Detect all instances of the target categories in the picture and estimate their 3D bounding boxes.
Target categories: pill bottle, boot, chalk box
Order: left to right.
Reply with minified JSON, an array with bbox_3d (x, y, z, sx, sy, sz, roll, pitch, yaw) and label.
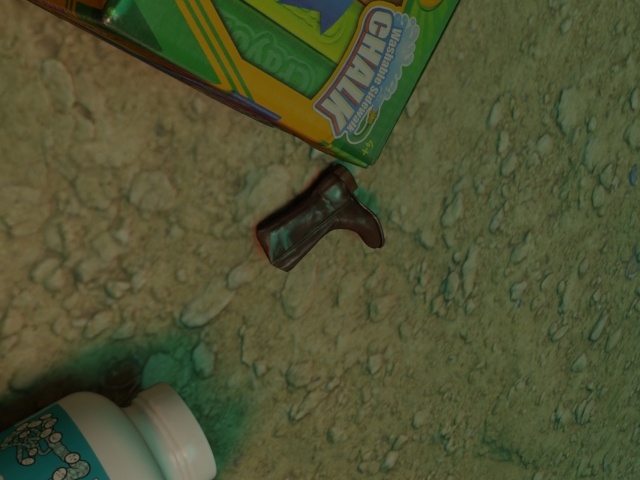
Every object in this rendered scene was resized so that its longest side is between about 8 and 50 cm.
[{"bbox_3d":[-0.212,0.211,0.595,0.264,0.146,0.146,-28,127,-29],"label":"pill bottle"},{"bbox_3d":[-0.027,-0.174,0.539,0.289,0.179,0.180,21,97,-45],"label":"chalk box"},{"bbox_3d":[0.000,0.000,0.752,0.114,0.037,0.106,-44,120,-20],"label":"boot"}]
